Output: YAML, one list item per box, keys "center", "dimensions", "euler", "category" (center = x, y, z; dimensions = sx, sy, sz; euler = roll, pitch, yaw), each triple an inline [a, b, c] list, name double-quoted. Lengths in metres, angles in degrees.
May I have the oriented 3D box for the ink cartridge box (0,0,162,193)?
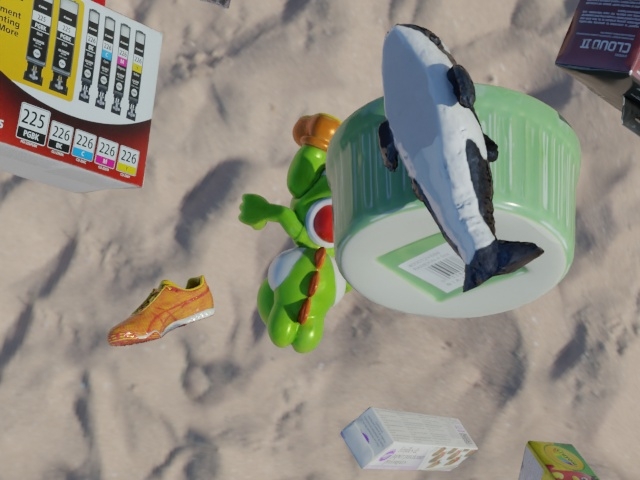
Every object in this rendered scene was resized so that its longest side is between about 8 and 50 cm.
- center: [-0.343, -0.223, 1.398]
  dimensions: [0.130, 0.309, 0.271]
  euler: [-3, 77, 38]
  category: "ink cartridge box"

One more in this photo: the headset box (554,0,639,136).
- center: [0.397, -0.249, 1.314]
  dimensions: [0.110, 0.218, 0.293]
  euler: [19, 85, 51]
  category: "headset box"

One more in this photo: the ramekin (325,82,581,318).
- center: [0.153, -0.032, 1.394]
  dimensions: [0.303, 0.303, 0.148]
  euler: [-8, 57, 17]
  category: "ramekin"

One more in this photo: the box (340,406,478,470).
- center: [0.138, 0.297, 1.773]
  dimensions: [0.063, 0.324, 0.067]
  euler: [-42, 64, 15]
  category: "box"

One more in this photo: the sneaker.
- center: [-0.208, 0.090, 1.521]
  dimensions: [0.064, 0.175, 0.067]
  euler: [-15, 96, 39]
  category: "sneaker"

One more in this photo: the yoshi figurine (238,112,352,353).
- center: [-0.018, 0.001, 1.865]
  dimensions: [0.204, 0.203, 0.362]
  euler: [9, 73, 24]
  category: "yoshi figurine"

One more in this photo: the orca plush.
- center: [0.152, -0.092, 1.192]
  dimensions: [0.287, 0.102, 0.151]
  euler: [61, 139, 34]
  category: "orca plush"

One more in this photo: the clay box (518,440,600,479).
- center: [0.223, 0.281, 1.040]
  dimensions: [0.053, 0.222, 0.127]
  euler: [6, 107, -12]
  category: "clay box"

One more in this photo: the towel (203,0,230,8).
- center: [-0.208, -0.533, 1.877]
  dimensions: [0.235, 0.121, 0.283]
  euler: [18, 95, 1]
  category: "towel"
